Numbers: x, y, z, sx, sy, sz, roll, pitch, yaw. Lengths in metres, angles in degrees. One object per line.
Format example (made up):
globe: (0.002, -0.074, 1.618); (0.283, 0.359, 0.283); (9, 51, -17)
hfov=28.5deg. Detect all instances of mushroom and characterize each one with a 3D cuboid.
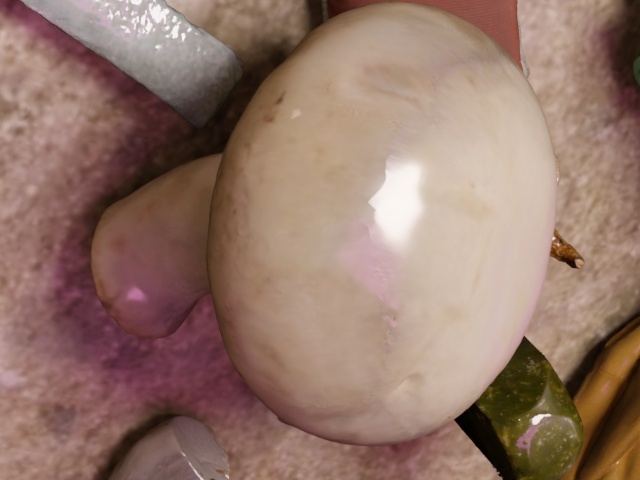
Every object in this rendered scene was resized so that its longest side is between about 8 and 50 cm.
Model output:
mushroom: (-0.164, 0.258, 1.114); (0.092, 0.081, 0.223); (30, 104, -10)
mushroom: (0.024, 0.014, 0.901); (0.356, 0.315, 0.315); (-42, 122, 8)

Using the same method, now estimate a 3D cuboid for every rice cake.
rice cake: (-0.144, -0.161, 0.925); (0.206, 0.063, 0.069); (38, 95, -32)

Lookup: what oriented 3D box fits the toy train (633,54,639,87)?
toy train: (0.398, -0.084, 1.013); (0.150, 0.237, 0.369); (-39, 91, -2)

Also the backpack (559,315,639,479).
backpack: (0.406, 0.222, 1.205); (0.353, 0.201, 0.378); (36, 102, 5)

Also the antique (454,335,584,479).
antique: (0.149, 0.125, 1.089); (0.080, 0.221, 0.081); (-26, 120, -9)

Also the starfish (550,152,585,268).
starfish: (0.131, -0.005, 1.099); (0.189, 0.074, 0.146); (-16, 109, -13)

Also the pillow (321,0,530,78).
pillow: (0.078, -0.189, 0.983); (0.171, 0.075, 0.179); (-5, 128, 4)
